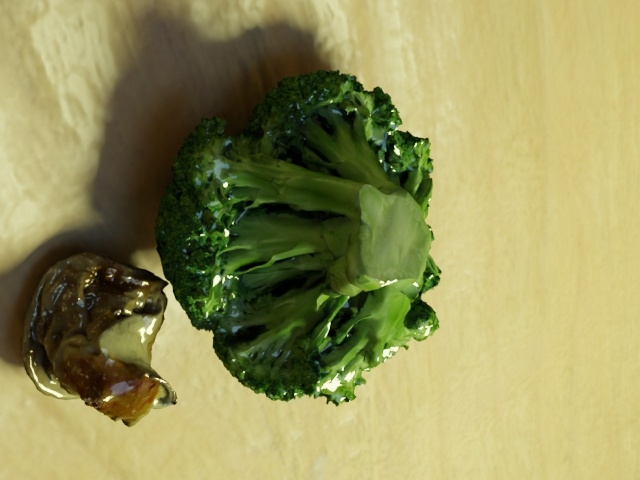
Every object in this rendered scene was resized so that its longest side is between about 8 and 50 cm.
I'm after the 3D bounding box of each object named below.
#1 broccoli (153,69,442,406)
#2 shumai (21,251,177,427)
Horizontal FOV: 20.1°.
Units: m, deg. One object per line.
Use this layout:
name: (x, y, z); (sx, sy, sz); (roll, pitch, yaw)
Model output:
broccoli: (0.000, 0.000, 1.438); (0.261, 0.241, 0.269); (-5, 89, -32)
shumai: (-0.161, 0.087, 1.427); (0.145, 0.116, 0.145); (-29, 139, -29)
